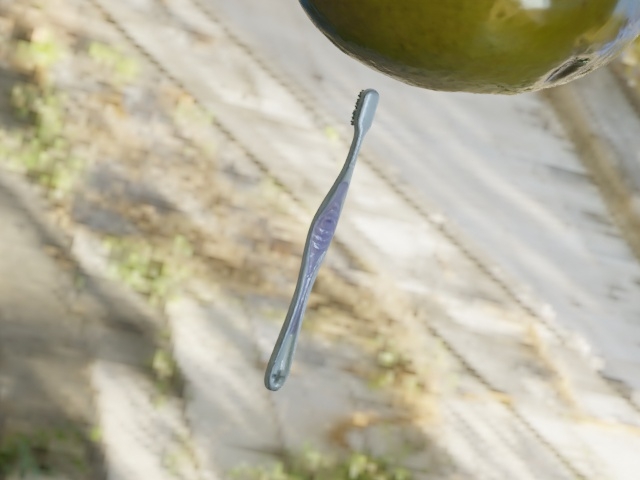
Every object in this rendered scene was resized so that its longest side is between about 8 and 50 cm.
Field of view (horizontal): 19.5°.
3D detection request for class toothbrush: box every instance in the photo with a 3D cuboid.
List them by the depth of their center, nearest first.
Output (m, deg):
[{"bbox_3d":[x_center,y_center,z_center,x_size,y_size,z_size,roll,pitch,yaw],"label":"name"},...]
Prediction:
[{"bbox_3d":[0.000,0.000,0.766,0.013,0.011,0.131,-150,-102,-71],"label":"toothbrush"}]

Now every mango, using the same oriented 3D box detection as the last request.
[{"bbox_3d":[0.064,-0.149,0.871,0.262,0.167,0.130,-102,-176,-66],"label":"mango"}]
